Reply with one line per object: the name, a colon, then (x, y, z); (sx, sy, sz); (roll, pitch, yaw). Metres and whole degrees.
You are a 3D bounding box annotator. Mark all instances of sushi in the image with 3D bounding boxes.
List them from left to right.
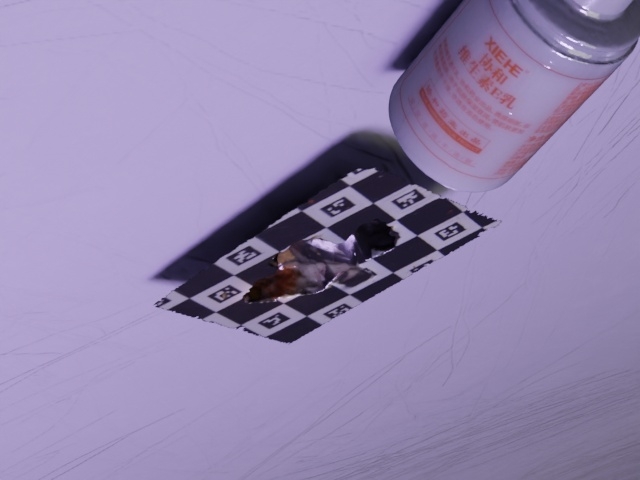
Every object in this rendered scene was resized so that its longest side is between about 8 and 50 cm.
sushi: (0.000, 0.000, 1.352); (0.210, 0.040, 0.192); (-32, 151, 25)

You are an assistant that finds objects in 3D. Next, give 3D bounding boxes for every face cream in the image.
face cream: (0.141, -0.134, 1.095); (0.101, 0.101, 0.252); (-10, 155, -35)
